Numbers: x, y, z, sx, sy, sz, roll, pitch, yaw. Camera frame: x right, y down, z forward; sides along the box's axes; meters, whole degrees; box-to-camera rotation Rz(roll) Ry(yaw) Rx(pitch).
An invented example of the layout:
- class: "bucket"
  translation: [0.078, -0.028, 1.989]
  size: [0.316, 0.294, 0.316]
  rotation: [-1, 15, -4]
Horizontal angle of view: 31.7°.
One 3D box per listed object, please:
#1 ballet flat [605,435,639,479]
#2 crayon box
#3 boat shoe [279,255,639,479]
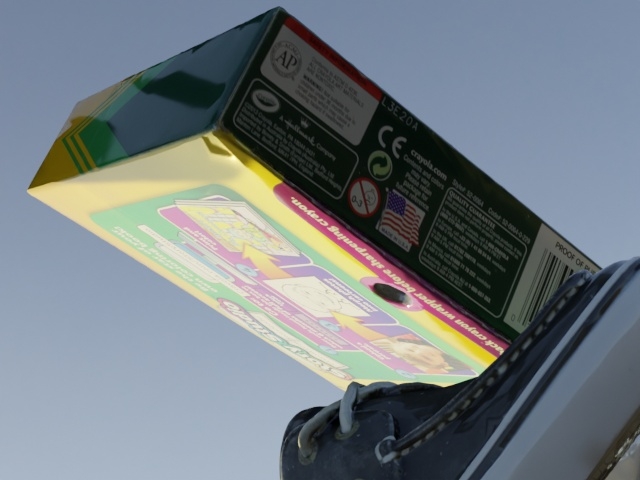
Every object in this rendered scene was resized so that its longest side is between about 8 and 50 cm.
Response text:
- class: "ballet flat"
  translation: [0.192, 0.176, 0.662]
  size: [0.400, 0.139, 0.139]
  rotation: [-35, -29, -37]
- class: "crayon box"
  translation: [0.000, 0.000, 0.874]
  size: [0.363, 0.313, 0.106]
  rotation: [35, -112, -27]
- class: "boat shoe"
  translation: [0.026, 0.119, 0.492]
  size: [0.335, 0.119, 0.121]
  rotation: [-53, -20, 23]
